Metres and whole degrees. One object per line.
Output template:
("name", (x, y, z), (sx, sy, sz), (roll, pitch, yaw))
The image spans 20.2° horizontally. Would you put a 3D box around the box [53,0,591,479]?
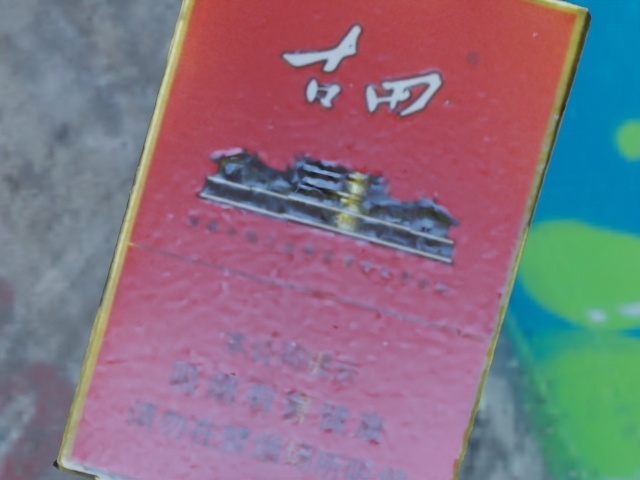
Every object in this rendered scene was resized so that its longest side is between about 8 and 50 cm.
("box", (0.000, 0.000, 0.409), (0.023, 0.090, 0.133), (-58, 165, -89))
